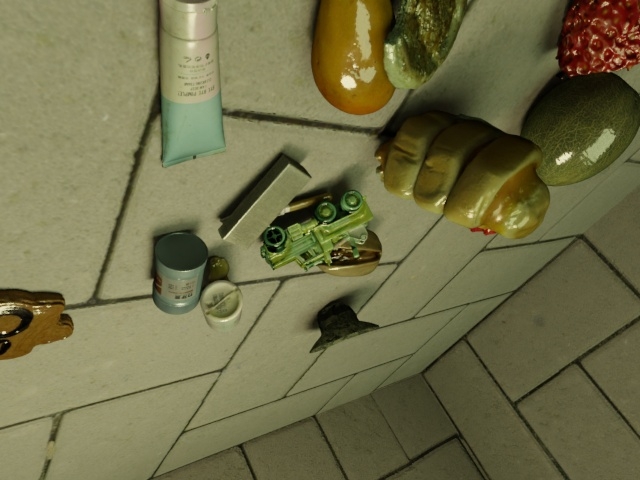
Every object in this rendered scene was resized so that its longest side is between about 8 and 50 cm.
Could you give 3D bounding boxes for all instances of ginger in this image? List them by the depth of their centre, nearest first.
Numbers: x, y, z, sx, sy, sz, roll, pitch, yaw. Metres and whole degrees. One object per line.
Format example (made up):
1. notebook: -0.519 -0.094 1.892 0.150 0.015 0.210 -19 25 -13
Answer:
1. ginger: -0.233 0.086 1.125 0.057 0.044 0.137 -50 163 -28

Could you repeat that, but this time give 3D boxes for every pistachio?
1. pistachio: 0.075 0.032 1.279 0.206 0.131 0.129 -1 95 -37

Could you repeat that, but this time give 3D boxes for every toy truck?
1. toy truck: -0.004 -0.001 1.085 0.260 0.135 0.128 -21 171 -10

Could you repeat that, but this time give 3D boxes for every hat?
1. hat: 0.060 0.281 1.643 0.266 0.128 0.265 -19 162 -6

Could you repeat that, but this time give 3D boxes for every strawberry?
1. strawberry: 0.572 -0.454 0.981 0.234 0.234 0.178 -36 122 7

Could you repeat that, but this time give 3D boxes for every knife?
1. knife: -0.090 -0.072 1.036 0.256 0.022 0.046 -17 144 -19

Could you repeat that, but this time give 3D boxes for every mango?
1. mango: 0.050 -0.289 0.733 0.139 0.113 0.253 -17 147 1

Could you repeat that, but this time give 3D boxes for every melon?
1. melon: 0.640 -0.274 1.225 0.237 0.237 0.301 -2 140 -43

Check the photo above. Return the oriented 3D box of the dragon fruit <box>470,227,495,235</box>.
1. dragon fruit: 0.474 -0.096 1.459 0.189 0.163 0.261 -6 154 10

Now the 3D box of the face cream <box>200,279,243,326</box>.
1. face cream: -0.232 0.168 1.152 0.092 0.092 0.311 -23 168 -17

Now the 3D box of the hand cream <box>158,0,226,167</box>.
1. hand cream: -0.181 -0.218 0.690 0.111 0.070 0.312 -20 158 -24

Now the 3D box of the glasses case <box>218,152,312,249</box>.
1. glasses case: -0.113 -0.075 0.963 0.205 0.047 0.071 -46 138 16

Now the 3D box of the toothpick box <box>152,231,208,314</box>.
1. toothpick box: -0.285 0.068 0.980 0.101 0.101 0.153 -14 146 -30

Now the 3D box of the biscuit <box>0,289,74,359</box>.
1. biscuit: -0.594 0.168 0.894 0.208 0.041 0.290 -43 150 21

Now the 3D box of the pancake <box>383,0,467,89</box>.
1. pancake: 0.161 -0.348 0.717 0.253 0.037 0.253 -37 138 -42

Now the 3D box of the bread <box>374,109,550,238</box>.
1. bread: 0.315 -0.144 1.015 0.301 0.341 0.210 3 114 -43
